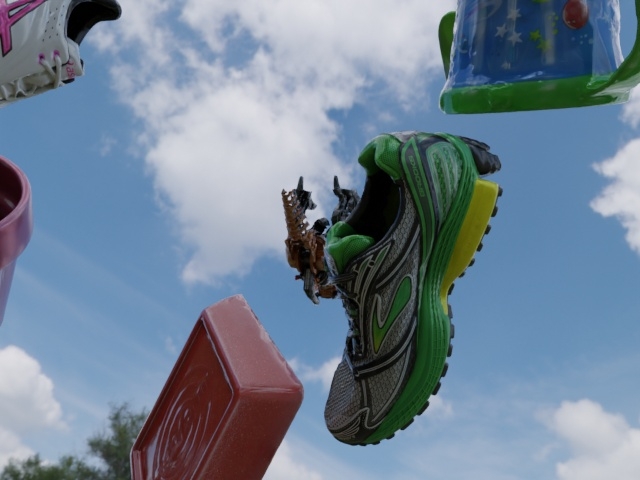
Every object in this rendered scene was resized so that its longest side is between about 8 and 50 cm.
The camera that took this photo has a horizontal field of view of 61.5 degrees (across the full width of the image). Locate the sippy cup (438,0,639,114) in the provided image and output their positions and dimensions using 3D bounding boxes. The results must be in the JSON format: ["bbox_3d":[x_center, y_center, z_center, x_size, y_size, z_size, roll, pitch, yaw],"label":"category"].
[{"bbox_3d":[0.272,-0.283,0.689,0.306,0.240,0.223,5,-72,32],"label":"sippy cup"}]

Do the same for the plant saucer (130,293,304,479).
[{"bbox_3d":[-0.133,0.202,0.568,0.048,0.258,0.259,26,4,-25],"label":"plant saucer"}]

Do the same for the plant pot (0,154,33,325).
[{"bbox_3d":[-0.405,0.021,0.550,0.202,0.201,0.180,16,-56,-2],"label":"plant pot"}]

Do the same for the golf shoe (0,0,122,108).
[{"bbox_3d":[-0.219,-0.134,0.384,0.086,0.186,0.067,27,-22,-5],"label":"golf shoe"}]

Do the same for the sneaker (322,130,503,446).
[{"bbox_3d":[0.055,0.051,0.558,0.146,0.134,0.343,8,-78,-24],"label":"sneaker"}]

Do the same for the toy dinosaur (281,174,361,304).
[{"bbox_3d":[0.000,0.000,1.040,0.165,0.218,0.322,13,-26,2],"label":"toy dinosaur"}]
